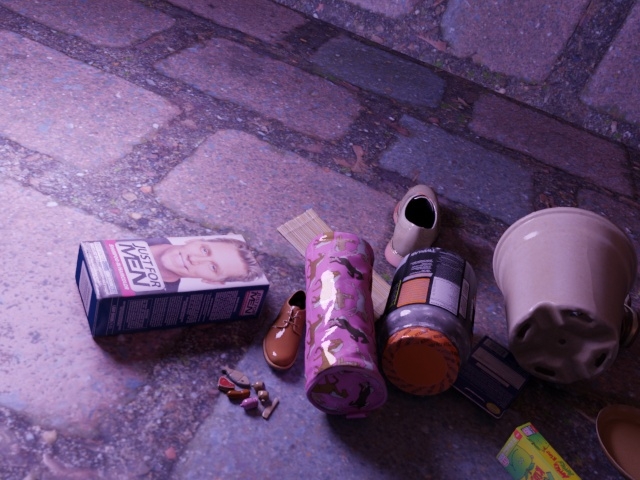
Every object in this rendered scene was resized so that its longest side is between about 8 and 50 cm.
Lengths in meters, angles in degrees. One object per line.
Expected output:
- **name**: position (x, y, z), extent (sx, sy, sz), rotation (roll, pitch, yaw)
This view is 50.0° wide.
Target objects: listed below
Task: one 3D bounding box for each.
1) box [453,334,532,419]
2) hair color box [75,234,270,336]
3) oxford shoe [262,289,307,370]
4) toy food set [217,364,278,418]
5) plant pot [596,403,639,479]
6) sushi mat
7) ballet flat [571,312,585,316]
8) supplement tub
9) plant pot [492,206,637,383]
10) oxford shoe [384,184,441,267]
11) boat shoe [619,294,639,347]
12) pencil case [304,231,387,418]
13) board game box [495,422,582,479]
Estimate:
- **box**: position (0.366, 0.300, 1.490), extent (0.136, 0.036, 0.225), rotation (36, 35, 21)
- **hair color box**: position (-0.298, 0.082, 1.389), extent (0.347, 0.105, 0.174), rotation (-3, 40, -32)
- **oxford shoe**: position (-0.068, 0.177, 1.404), extent (0.076, 0.076, 0.212), rotation (19, 35, -5)
- **toy food set**: position (-0.139, 0.278, 1.271), extent (0.122, 0.019, 0.078), rotation (26, 34, 9)
- **plant pot**: position (0.689, 0.451, 1.455), extent (0.236, 0.032, 0.236), rotation (13, 34, -9)
- **sushi mat**: position (0.046, 0.054, 1.616), extent (0.316, 0.019, 0.151), rotation (45, 40, 8)
- **ballet flat**: position (0.689, 0.208, 1.763), extent (0.074, 0.074, 0.203), rotation (4, 37, -24)
- **supplement tub**: position (0.230, 0.168, 1.465), extent (0.193, 0.194, 0.316), rotation (22, 34, 3)
- **plant pot**: position (0.550, 0.144, 1.559), extent (0.333, 0.334, 0.305), rotation (23, 37, 4)
- **oxford shoe**: position (0.278, -0.070, 1.868), extent (0.140, 0.146, 0.397), rotation (20, 33, 1)
- **boat shoe**: position (0.766, 0.197, 1.809), extent (0.095, 0.095, 0.257), rotation (21, 22, 7)
- **pencil case**: position (0.043, 0.159, 1.372), extent (0.167, 0.160, 0.386), rotation (24, 38, -21)
- **board game box**: position (0.417, 0.440, 1.270), extent (0.043, 0.092, 0.181), rotation (-7, 42, -36)
